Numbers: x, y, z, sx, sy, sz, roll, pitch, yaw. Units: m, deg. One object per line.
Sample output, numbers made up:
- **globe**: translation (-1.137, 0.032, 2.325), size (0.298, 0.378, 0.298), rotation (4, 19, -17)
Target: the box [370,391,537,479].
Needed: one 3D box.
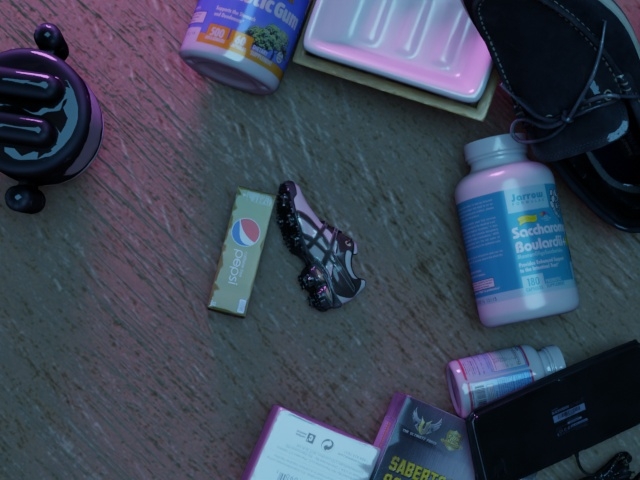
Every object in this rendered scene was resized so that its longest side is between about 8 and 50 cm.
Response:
- **box**: translation (0.177, 0.341, 1.871), size (0.231, 0.056, 0.183), rotation (26, 83, -15)

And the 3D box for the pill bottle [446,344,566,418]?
- **pill bottle**: translation (0.267, 0.198, 1.902), size (0.160, 0.087, 0.087), rotation (-12, 85, -6)

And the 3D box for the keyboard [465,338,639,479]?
- **keyboard**: translation (0.353, 0.279, 1.883), size (0.317, 0.033, 0.201), rotation (-19, 102, -23)

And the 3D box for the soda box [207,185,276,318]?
- **soda box**: translation (-0.113, 0.018, 1.904), size (0.058, 0.061, 0.181), rotation (15, 83, -3)

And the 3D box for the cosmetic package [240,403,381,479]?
- **cosmetic package**: translation (-0.022, 0.321, 1.816), size (0.151, 0.184, 0.151), rotation (23, 83, -3)

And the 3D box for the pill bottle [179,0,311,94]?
- **pill bottle**: translation (-0.087, -0.360, 1.903), size (0.152, 0.152, 0.272), rotation (20, 83, -2)

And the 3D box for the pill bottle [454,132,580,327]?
- **pill bottle**: translation (0.275, -0.016, 1.896), size (0.146, 0.146, 0.264), rotation (-11, 85, -6)

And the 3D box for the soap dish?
- **soap dish**: translation (0.135, -0.313, 1.907), size (0.291, 0.118, 0.229), rotation (19, 85, 9)

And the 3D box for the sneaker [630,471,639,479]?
- **sneaker**: translation (0.435, 0.400, 1.905), size (0.051, 0.089, 0.170), rotation (30, 120, 10)

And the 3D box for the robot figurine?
- **robot figurine**: translation (-0.383, -0.163, 1.793), size (0.209, 0.278, 0.173), rotation (-43, 88, -4)

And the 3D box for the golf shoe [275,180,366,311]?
- **golf shoe**: translation (0.000, 0.000, 1.914), size (0.094, 0.077, 0.198), rotation (-22, 96, -17)

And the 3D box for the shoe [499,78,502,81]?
- **shoe**: translation (0.291, -0.323, 1.977), size (0.081, 0.063, 0.178), rotation (37, 79, 5)

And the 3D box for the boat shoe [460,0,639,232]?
- **boat shoe**: translation (0.349, -0.192, 1.793), size (0.500, 0.187, 0.156), rotation (47, 46, -35)
